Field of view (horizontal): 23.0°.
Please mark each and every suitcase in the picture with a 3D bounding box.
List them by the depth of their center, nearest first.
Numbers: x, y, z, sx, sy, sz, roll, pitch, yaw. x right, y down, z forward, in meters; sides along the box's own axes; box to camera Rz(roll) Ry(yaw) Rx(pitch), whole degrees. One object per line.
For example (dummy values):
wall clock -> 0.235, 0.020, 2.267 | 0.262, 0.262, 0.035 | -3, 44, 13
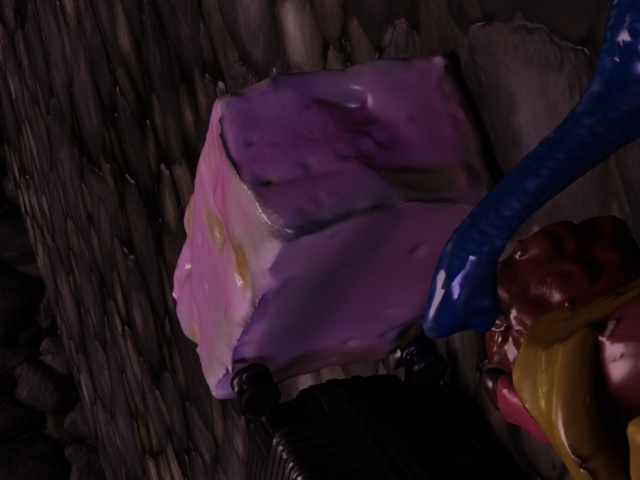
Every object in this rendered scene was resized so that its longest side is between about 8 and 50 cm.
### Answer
suitcase -> 0.036, 0.265, 1.015 | 0.229, 0.152, 0.335 | -125, 34, -48

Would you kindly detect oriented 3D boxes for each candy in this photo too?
candy -> 0.000, 0.000, 0.984 | 0.265, 0.155, 0.115 | 113, 144, -63

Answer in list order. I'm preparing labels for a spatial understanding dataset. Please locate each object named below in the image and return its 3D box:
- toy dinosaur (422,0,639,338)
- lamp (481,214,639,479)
toy dinosaur -> 0.107, -0.100, 0.505 | 0.075, 0.188, 0.247 | 36, 135, 55
lamp -> 0.153, 0.071, 0.615 | 0.253, 0.118, 0.118 | -142, 42, -60
